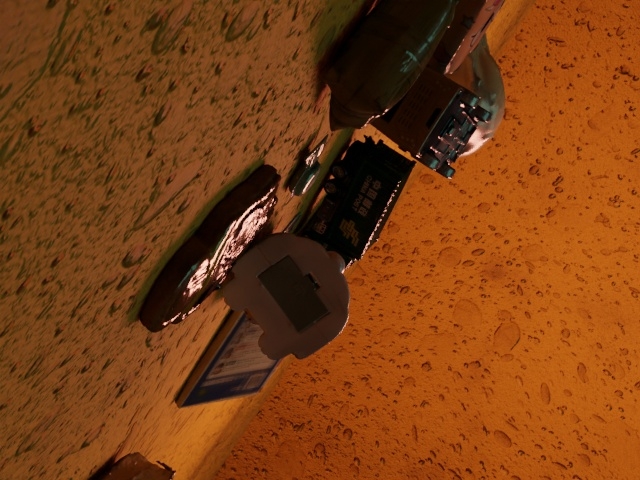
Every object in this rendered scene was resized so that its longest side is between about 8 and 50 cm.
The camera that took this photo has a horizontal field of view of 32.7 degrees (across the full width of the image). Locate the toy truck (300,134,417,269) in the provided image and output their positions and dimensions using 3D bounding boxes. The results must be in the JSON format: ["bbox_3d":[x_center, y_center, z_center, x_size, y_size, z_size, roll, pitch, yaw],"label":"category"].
[{"bbox_3d":[0.057,-0.056,1.905,0.088,0.121,0.259,-47,166,-49],"label":"toy truck"}]

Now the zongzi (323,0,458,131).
[{"bbox_3d":[0.085,-0.229,1.345,0.205,0.094,0.204,-54,178,-10],"label":"zongzi"}]

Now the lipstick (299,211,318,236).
[{"bbox_3d":[0.000,0.000,2.054,0.304,0.076,0.076,-54,174,-15],"label":"lipstick"}]

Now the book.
[{"bbox_3d":[-0.111,0.176,1.982,0.228,0.018,0.322,0,130,-53],"label":"book"}]

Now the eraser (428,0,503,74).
[{"bbox_3d":[0.267,-0.412,1.771,0.171,0.087,0.290,-52,174,-38],"label":"eraser"}]

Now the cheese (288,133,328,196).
[{"bbox_3d":[-0.018,-0.101,1.563,0.067,0.026,0.121,-51,173,-35],"label":"cheese"}]

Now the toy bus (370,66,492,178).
[{"bbox_3d":[0.168,-0.201,1.766,0.139,0.157,0.289,-57,166,8],"label":"toy bus"}]

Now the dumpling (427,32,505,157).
[{"bbox_3d":[0.298,-0.296,2.189,0.243,0.187,0.318,-44,166,-44],"label":"dumpling"}]

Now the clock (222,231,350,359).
[{"bbox_3d":[-0.053,0.062,1.677,0.189,0.189,0.254,-55,-171,3],"label":"clock"}]

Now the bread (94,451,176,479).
[{"bbox_3d":[-0.356,0.470,1.708,0.246,0.111,0.239,-57,175,20],"label":"bread"}]

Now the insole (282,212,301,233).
[{"bbox_3d":[-0.089,0.027,1.839,0.197,0.004,0.065,-53,174,-19],"label":"insole"}]

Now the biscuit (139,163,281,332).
[{"bbox_3d":[-0.122,0.016,1.330,0.290,0.041,0.208,-47,171,-51],"label":"biscuit"}]
